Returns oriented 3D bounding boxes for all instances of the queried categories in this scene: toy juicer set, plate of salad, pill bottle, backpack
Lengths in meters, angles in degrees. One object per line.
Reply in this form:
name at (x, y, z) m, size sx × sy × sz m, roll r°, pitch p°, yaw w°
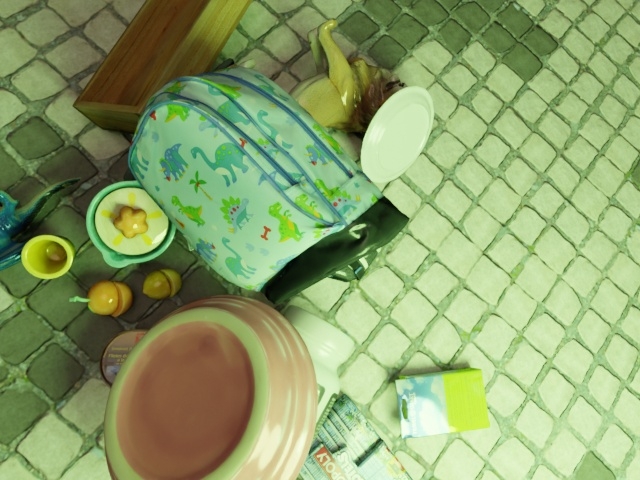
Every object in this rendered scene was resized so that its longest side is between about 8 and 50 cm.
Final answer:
toy juicer set at (-0.287, -0.003, 0.692) m, size 0.329 × 0.089 × 0.209 m, roll -39°, pitch 107°, yaw -9°
plate of salad at (0.148, -0.207, 0.816) m, size 0.200 × 0.200 × 0.048 m, roll -38°, pitch 53°, yaw -16°
pill bottle at (-0.066, 0.258, 0.674) m, size 0.162 × 0.162 × 0.278 m, roll 32°, pitch 73°, yaw -3°
backpack at (-0.100, -0.085, 0.619) m, size 0.273 × 0.290 × 0.356 m, roll -25°, pitch 85°, yaw -43°

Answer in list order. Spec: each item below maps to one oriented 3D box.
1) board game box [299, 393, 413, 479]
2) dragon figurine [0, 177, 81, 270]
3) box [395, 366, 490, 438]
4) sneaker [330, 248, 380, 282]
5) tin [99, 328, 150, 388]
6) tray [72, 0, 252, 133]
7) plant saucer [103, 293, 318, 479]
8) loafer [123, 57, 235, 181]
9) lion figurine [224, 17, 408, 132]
board game box at (0.033, 0.410, 0.714) m, size 0.194 × 0.060 × 0.194 m, roll -37°, pitch 87°, yaw -17°
dragon figurine at (-0.518, 0.001, 0.666) m, size 0.289 × 0.085 × 0.144 m, roll -27°, pitch 92°, yaw -32°
box at (0.225, 0.306, 0.782) m, size 0.178 × 0.042 × 0.109 m, roll -2°, pitch 78°, yaw -11°
sneaker at (0.000, 0.000, 0.783) m, size 0.217 × 0.079 × 0.121 m, roll 33°, pitch 78°, yaw -1°
tin at (-0.272, 0.205, 0.709) m, size 0.189 × 0.040 × 0.106 m, roll 4°, pitch 82°, yaw -10°
tray at (-0.264, -0.381, 0.762) m, size 0.202 × 0.076 × 0.411 m, roll 15°, pitch 73°, yaw 31°
plant saucer at (-0.171, 0.227, 0.582) m, size 0.332 × 0.084 × 0.332 m, roll -9°, pitch 60°, yaw 15°
loafer at (-0.235, -0.202, 0.778) m, size 0.095 × 0.109 × 0.302 m, roll 40°, pitch 80°, yaw -18°
lion figurine at (-0.018, -0.258, 0.787) m, size 0.392 × 0.142 × 0.240 m, roll -32°, pitch 114°, yaw -15°
